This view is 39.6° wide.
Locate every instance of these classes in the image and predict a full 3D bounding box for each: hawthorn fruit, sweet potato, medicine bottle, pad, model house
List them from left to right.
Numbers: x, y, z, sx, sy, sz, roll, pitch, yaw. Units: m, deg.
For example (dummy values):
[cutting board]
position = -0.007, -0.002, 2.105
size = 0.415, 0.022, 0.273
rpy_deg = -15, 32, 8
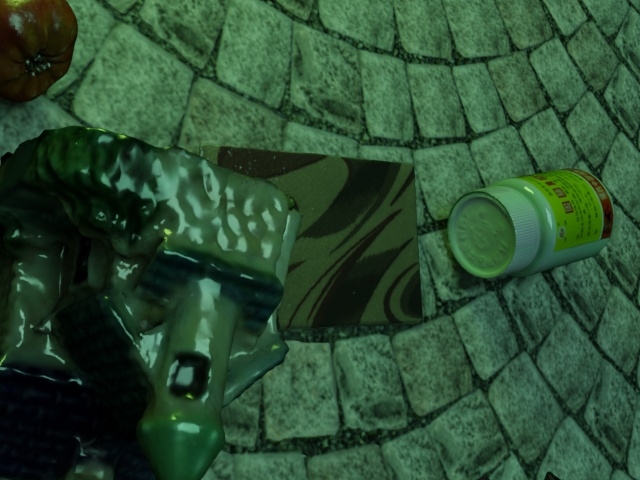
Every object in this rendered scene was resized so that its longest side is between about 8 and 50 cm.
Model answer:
[hawthorn fruit]
position = -0.306, -0.209, 0.874
size = 0.125, 0.125, 0.140
rpy_deg = -17, 88, -38
[model house]
position = -0.180, 0.090, 0.762
size = 0.243, 0.298, 0.284
rpy_deg = 16, 68, -32
[sweet potato]
position = -0.034, -0.090, 1.099
size = 0.115, 0.026, 0.026
rpy_deg = 13, 69, -33
[pad]
position = 0.000, 0.000, 1.092
size = 0.330, 0.004, 0.220
rpy_deg = 1, 83, -36
[medicine bottle]
position = 0.299, -0.024, 1.251
size = 0.225, 0.139, 0.139
rpy_deg = -11, 83, -38

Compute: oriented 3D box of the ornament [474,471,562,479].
[ornament]
position = 0.224, 0.348, 1.134
size = 0.203, 0.088, 0.081
rpy_deg = 5, 97, -22

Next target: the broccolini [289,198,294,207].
[broccolini]
position = -0.125, -0.035, 0.988
size = 0.194, 0.054, 0.052
rpy_deg = 5, 108, -23
